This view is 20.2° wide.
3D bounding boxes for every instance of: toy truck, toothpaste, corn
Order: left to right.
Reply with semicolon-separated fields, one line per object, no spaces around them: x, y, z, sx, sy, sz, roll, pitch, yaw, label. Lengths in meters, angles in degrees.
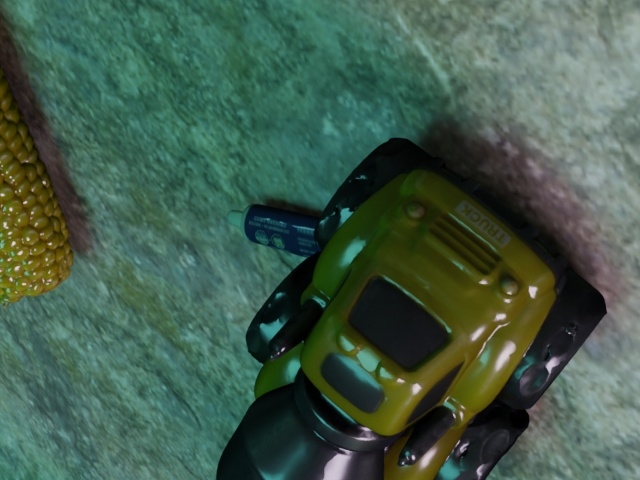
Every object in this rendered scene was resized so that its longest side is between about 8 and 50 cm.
-0.238;-0.079;1.163;0.091;0.091;0.260;-113;1;-70;corn
0.000;0.000;0.999;0.140;0.021;0.037;15;134;39;toothpaste
0.024;0.072;0.888;0.147;0.165;0.224;40;143;9;toy truck
